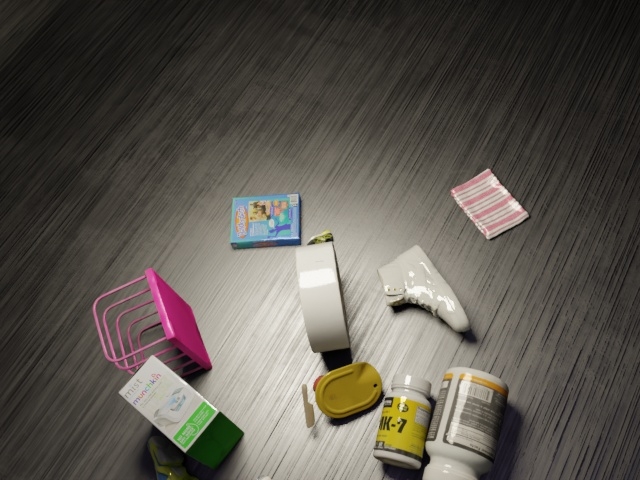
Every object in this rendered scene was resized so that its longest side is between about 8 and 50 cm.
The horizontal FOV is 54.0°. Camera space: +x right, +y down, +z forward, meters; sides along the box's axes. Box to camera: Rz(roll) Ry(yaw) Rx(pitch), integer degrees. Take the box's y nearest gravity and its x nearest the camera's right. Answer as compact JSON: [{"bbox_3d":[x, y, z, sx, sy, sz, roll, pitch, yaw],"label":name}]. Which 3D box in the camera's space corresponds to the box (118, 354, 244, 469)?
[{"bbox_3d":[-0.339,0.433,1.557,0.231,0.262,0.127,33,71,22],"label":"box"}]

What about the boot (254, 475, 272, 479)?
[{"bbox_3d":[-0.214,0.625,1.548,0.190,0.069,0.086,-38,59,-10],"label":"boot"}]

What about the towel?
[{"bbox_3d":[0.497,-0.109,1.852,0.144,0.029,0.197,-30,63,-7],"label":"towel"}]

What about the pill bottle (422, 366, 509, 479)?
[{"bbox_3d":[0.344,0.459,1.508,0.162,0.162,0.278,15,67,15],"label":"pill bottle"}]

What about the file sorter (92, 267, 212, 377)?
[{"bbox_3d":[-0.441,0.247,1.652,0.182,0.290,0.202,-25,62,-2],"label":"file sorter"}]

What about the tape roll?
[{"bbox_3d":[0.008,0.146,1.644,0.100,0.286,0.286,-9,62,3],"label":"tape roll"}]

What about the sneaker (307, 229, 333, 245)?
[{"bbox_3d":[0.000,0.000,1.862,0.083,0.031,0.035,-28,63,-7],"label":"sneaker"}]

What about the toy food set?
[{"bbox_3d":[0.047,0.385,1.627,0.218,0.071,0.128,-16,99,-11],"label":"toy food set"}]

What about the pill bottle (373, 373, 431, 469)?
[{"bbox_3d":[0.208,0.446,1.556,0.119,0.119,0.208,10,64,13],"label":"pill bottle"}]

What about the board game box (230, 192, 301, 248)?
[{"bbox_3d":[-0.164,-0.060,1.906,0.210,0.047,0.160,-3,63,6],"label":"board game box"}]

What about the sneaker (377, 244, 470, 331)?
[{"bbox_3d":[0.267,0.161,1.709,0.169,0.108,0.292,-29,53,-5],"label":"sneaker"}]

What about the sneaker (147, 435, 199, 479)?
[{"bbox_3d":[-0.388,0.604,1.572,0.240,0.091,0.126,37,92,40],"label":"sneaker"}]
